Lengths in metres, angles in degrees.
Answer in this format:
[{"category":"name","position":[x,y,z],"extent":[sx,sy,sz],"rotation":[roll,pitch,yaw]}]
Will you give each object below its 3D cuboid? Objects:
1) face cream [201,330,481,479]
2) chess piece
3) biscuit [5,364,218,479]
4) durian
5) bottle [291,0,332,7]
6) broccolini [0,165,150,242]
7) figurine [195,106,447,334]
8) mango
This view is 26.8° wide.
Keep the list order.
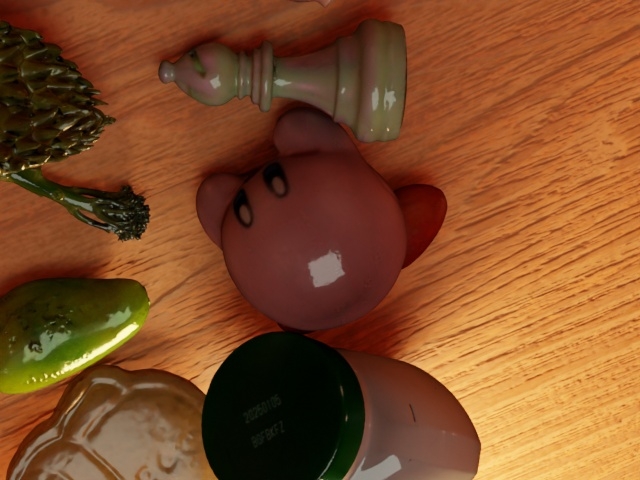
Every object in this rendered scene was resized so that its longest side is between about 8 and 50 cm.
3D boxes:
[{"category":"face cream","position":[0.032,0.251,1.727],"extent":[0.312,0.219,0.357],"rotation":[4,169,33]},{"category":"chess piece","position":[-0.044,-0.182,1.496],"extent":[0.272,0.139,0.139],"rotation":[2,127,-5]},{"category":"biscuit","position":[-0.262,0.341,1.778],"extent":[0.312,0.057,0.351],"rotation":[43,89,-17]},{"category":"durian","position":[-0.414,-0.148,1.398],"extent":[0.394,0.198,0.163],"rotation":[-4,99,-8]},{"category":"bottle","position":[0.014,-0.342,1.368],"extent":[0.147,0.147,0.236],"rotation":[22,125,-30]},{"category":"broccolini","position":[-0.295,-0.064,1.553],"extent":[0.216,0.067,0.058],"rotation":[28,112,-22]},{"category":"figurine","position":[0.005,0.007,1.587],"extent":[0.270,0.211,0.261],"rotation":[-37,127,14]},{"category":"mango","position":[-0.319,0.103,1.633],"extent":[0.233,0.111,0.125],"rotation":[-26,134,3]}]
